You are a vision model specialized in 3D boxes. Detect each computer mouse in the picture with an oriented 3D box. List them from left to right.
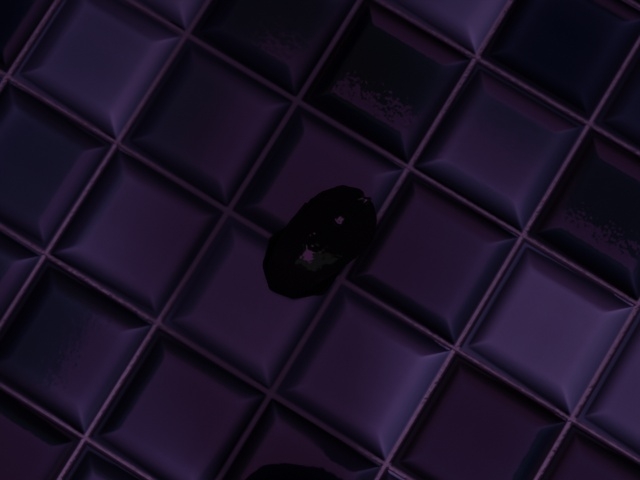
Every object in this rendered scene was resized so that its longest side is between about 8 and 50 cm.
[{"bbox_3d":[0.000,0.000,1.295,0.172,0.057,0.099,-44,84,-7],"label":"computer mouse"}]
